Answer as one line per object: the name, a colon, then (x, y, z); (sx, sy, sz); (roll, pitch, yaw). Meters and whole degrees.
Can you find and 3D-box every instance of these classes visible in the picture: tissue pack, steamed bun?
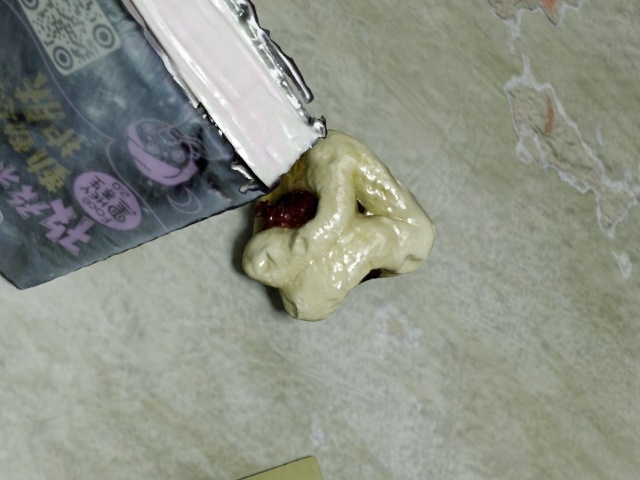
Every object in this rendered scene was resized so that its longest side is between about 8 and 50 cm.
tissue pack: (-0.199, -0.113, 1.476); (0.259, 0.361, 0.122); (54, 50, -14)
steamed bun: (0.000, 0.000, 1.799); (0.172, 0.141, 0.155); (49, 61, -16)

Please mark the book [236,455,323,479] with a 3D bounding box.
book: (-0.034, 0.308, 1.721); (0.168, 0.013, 0.192); (-11, 83, -46)
